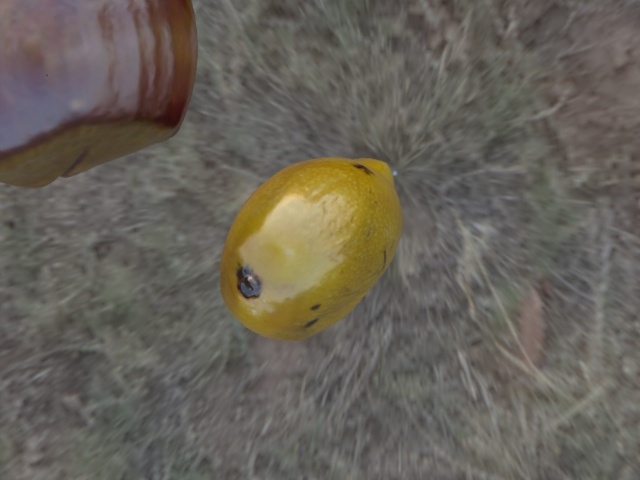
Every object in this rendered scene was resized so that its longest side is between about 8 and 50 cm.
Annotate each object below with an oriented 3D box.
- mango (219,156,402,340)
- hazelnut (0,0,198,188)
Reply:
[{"bbox_3d":[0.004,0.003,1.531,0.109,0.262,0.157,33,112,14],"label":"mango"},{"bbox_3d":[-0.195,-0.148,1.411,0.212,0.181,0.180,-12,72,-27],"label":"hazelnut"}]
